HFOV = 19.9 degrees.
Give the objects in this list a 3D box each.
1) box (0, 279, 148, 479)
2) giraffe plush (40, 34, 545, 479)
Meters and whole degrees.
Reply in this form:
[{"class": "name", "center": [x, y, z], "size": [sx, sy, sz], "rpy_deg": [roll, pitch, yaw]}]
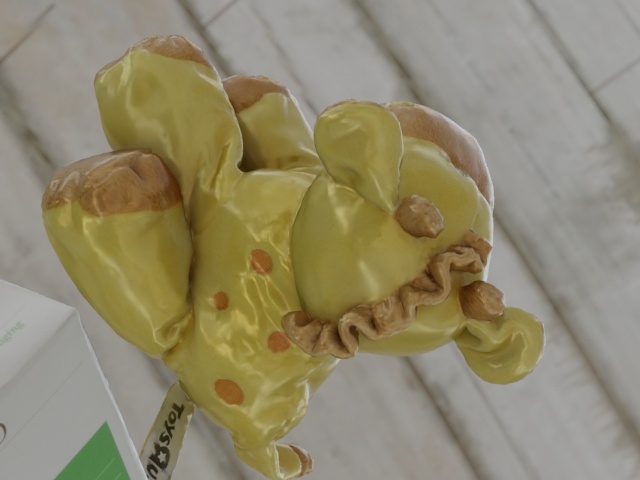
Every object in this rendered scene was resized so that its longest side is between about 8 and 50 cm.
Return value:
[{"class": "box", "center": [-0.125, 0.067, 0.540], "size": [0.101, 0.102, 0.087], "rpy_deg": [-48, -42, -33]}, {"class": "giraffe plush", "center": [0.000, 0.000, 0.767], "size": [0.181, 0.170, 0.210], "rpy_deg": [27, -126, -40]}]
